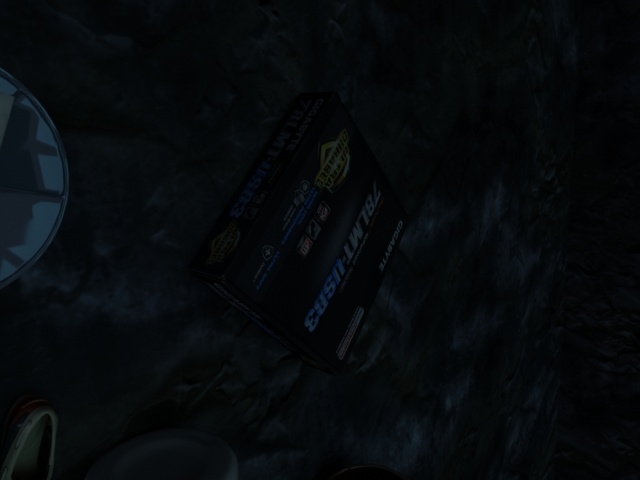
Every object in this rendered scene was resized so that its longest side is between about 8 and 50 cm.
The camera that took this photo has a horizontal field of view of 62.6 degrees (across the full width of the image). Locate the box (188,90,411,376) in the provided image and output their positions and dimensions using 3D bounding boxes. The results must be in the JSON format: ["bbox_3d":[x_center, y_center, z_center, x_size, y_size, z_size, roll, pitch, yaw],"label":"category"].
[{"bbox_3d":[0.000,0.000,0.742,0.293,0.073,0.295,49,60,-42],"label":"box"}]

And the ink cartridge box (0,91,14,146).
[{"bbox_3d":[-0.268,-0.056,0.329,0.090,0.092,0.143,19,81,-51],"label":"ink cartridge box"}]

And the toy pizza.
[{"bbox_3d":[-0.294,-0.048,0.399,0.201,0.032,0.201,-14,108,-50],"label":"toy pizza"}]

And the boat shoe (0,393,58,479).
[{"bbox_3d":[-0.266,0.210,0.476,0.049,0.043,0.136,9,91,-53],"label":"boat shoe"}]

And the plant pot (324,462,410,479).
[{"bbox_3d":[0.106,0.498,0.884,0.215,0.216,0.230,-66,153,-17],"label":"plant pot"}]

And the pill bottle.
[{"bbox_3d":[-0.157,0.356,0.552,0.152,0.152,0.271,-14,109,-49],"label":"pill bottle"}]
